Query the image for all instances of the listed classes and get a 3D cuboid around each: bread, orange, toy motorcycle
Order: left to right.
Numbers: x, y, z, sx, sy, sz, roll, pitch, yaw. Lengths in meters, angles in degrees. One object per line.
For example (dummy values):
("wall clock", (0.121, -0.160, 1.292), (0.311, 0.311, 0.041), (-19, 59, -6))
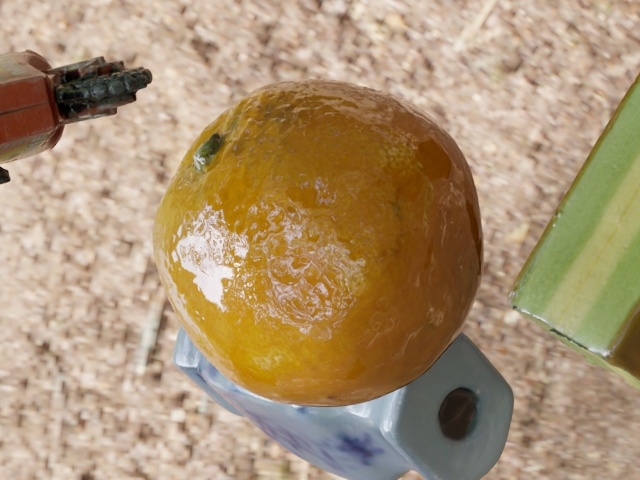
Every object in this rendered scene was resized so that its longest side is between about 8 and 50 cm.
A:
("toy motorcycle", (-0.282, -0.094, 1.332), (0.171, 0.298, 0.089), (10, 112, 52))
("orange", (0.000, 0.000, 1.539), (0.312, 0.312, 0.312), (-7, 76, 31))
("bread", (0.162, -0.004, 0.782), (0.074, 0.084, 0.139), (27, 87, 43))

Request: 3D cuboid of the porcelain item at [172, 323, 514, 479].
("porcelain item", (0.017, 0.154, 1.907), (0.405, 0.242, 0.178), (13, 63, 49))
